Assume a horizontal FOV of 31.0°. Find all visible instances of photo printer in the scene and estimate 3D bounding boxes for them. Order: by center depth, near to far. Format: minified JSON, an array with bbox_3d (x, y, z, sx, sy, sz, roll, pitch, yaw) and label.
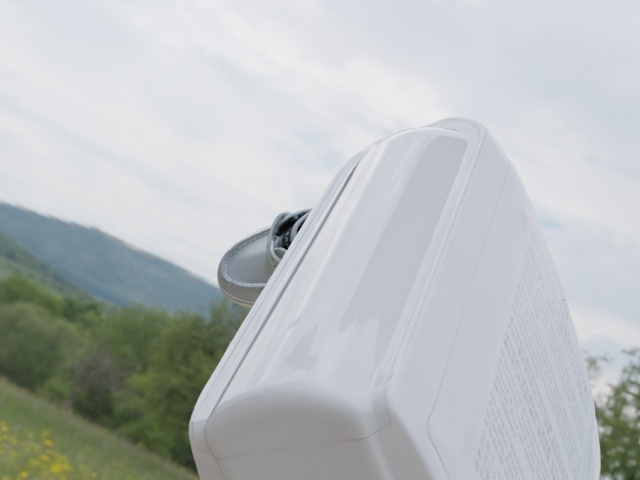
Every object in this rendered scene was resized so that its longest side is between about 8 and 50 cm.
[{"bbox_3d":[0.063,0.092,0.586,0.107,0.307,0.256,-12,-66,23],"label":"photo printer"}]

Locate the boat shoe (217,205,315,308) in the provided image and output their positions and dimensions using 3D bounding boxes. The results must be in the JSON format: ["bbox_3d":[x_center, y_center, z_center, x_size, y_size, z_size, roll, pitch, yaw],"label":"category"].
[{"bbox_3d":[0.000,0.001,0.917,0.227,0.079,0.081,-12,-26,30],"label":"boat shoe"}]
